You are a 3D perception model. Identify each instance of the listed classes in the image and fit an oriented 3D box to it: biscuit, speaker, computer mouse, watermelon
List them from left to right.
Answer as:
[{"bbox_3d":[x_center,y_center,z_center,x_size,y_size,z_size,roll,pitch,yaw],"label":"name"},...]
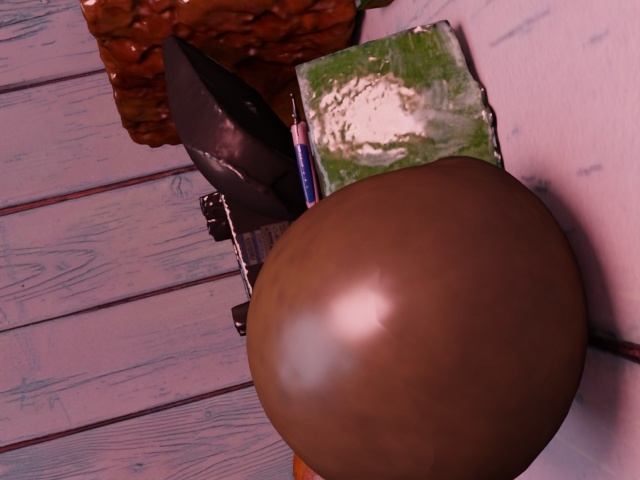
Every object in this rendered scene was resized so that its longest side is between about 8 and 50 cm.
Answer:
[{"bbox_3d":[-0.131,-0.281,1.086,0.395,0.343,0.166,107,152,-71],"label":"biscuit"},{"bbox_3d":[-0.099,-0.117,0.890,0.168,0.087,0.295,28,-160,-42],"label":"computer mouse"},{"bbox_3d":[-0.014,0.005,1.057,0.232,0.254,0.184,116,139,-80],"label":"speaker"},{"bbox_3d":[0.057,-0.056,0.788,0.302,0.151,0.264,-145,40,-79],"label":"watermelon"}]

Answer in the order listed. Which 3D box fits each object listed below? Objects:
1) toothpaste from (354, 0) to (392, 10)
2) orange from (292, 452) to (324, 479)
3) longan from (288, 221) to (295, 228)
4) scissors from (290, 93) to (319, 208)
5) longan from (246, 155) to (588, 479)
[{"bbox_3d":[0.065,-0.267,0.786,0.178,0.037,0.043,-154,53,-80],"label":"toothpaste"},{"bbox_3d":[0.076,0.354,1.163,0.284,0.226,0.283,167,90,-90],"label":"orange"},{"bbox_3d":[0.000,0.000,0.911,0.083,0.075,0.075,22,-141,-44],"label":"longan"},{"bbox_3d":[-0.017,-0.088,0.779,0.039,0.012,0.113,-65,-35,-74],"label":"scissors"},{"bbox_3d":[0.069,0.062,0.577,0.258,0.258,0.257,166,90,-83],"label":"longan"}]
